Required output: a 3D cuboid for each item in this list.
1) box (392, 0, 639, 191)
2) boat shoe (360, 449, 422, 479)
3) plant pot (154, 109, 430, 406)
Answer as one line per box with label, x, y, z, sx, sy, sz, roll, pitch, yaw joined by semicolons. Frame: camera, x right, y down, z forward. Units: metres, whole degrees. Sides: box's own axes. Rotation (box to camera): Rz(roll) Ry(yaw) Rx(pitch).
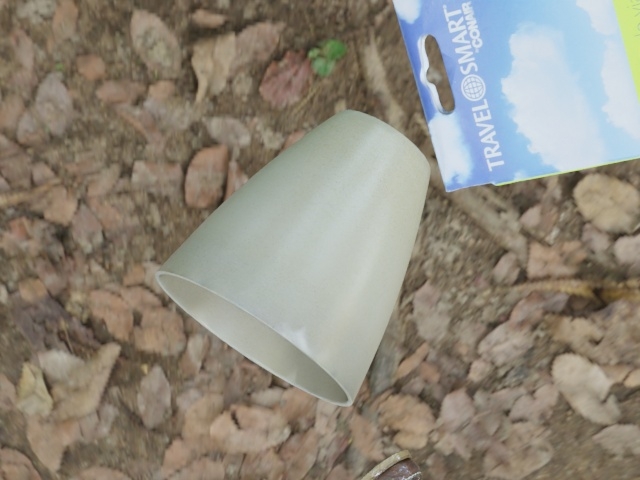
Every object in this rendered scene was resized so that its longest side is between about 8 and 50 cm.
box;0.122;-0.087;0.503;0.042;0.178;0.109;-28;105;-54
boat shoe;0.044;0.295;1.251;0.073;0.207;0.073;-5;48;-46
plant pot;0.000;0.000;1.395;0.256;0.256;0.274;33;76;5
